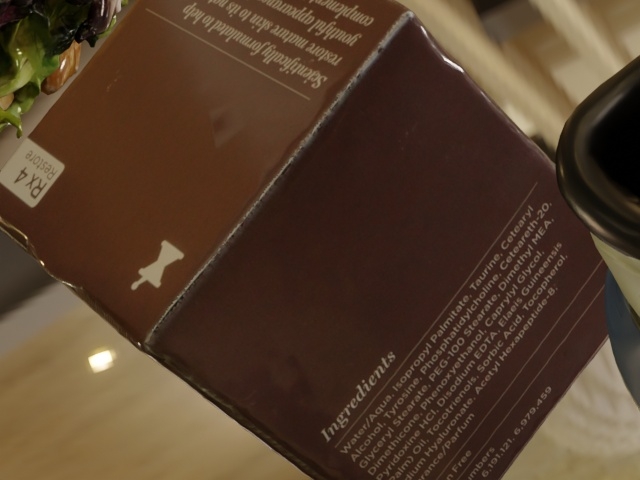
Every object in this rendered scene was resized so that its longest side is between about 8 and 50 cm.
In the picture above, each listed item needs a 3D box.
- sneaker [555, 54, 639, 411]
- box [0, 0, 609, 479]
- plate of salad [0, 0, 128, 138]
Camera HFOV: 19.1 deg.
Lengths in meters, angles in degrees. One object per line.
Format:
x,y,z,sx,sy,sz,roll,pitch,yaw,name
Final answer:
0.195,-0.019,0.480,0.315,0.127,0.182,-8,-29,27,sneaker
0.000,0.000,0.828,0.167,0.168,0.203,-51,-51,-4,box
-0.042,-0.076,0.388,0.200,0.048,0.200,-47,-3,-3,plate of salad
